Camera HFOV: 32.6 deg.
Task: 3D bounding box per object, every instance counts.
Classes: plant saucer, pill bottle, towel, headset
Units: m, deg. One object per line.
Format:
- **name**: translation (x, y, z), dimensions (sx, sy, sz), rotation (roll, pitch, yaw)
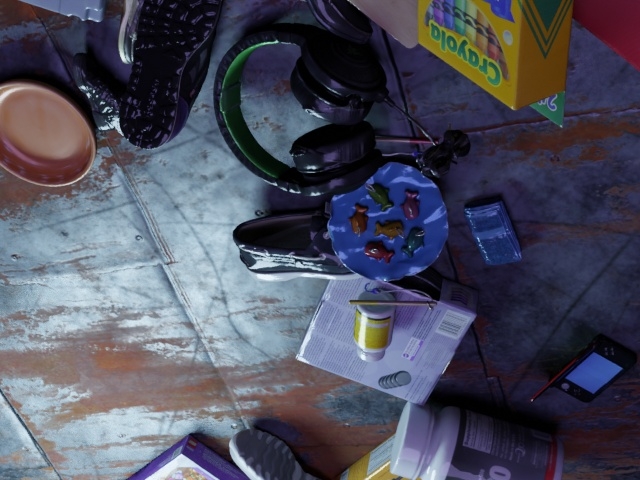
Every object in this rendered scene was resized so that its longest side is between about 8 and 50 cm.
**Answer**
- **plant saucer**: translation (-0.451, -0.177, 1.760), dimensions (0.200, 0.037, 0.200), rotation (7, 129, 9)
- **pill bottle**: translation (0.087, 0.141, 1.782), dimensions (0.065, 0.065, 0.116), rotation (9, 129, 7)
- **pill bottle**: translation (0.276, 0.391, 1.962), dimensions (0.283, 0.161, 0.161), rotation (16, 131, 0)
- **towel**: translation (0.271, -0.012, 1.718), dimensions (0.067, 0.029, 0.119), rotation (-12, 125, 24)
- **headset**: translation (0.015, -0.163, 1.537), dimensions (0.394, 0.185, 0.243), rotation (13, 121, 22)

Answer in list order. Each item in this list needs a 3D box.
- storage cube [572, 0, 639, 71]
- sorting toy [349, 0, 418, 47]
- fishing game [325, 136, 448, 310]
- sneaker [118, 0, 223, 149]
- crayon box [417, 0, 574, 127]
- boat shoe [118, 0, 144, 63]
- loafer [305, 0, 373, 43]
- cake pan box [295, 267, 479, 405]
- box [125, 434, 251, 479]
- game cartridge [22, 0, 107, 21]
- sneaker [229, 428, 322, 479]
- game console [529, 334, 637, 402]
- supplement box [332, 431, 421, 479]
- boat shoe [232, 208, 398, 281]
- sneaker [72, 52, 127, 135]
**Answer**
- **storage cube**: translation (0.385, -0.350, 1.305), dimensions (0.193, 0.183, 0.215), rotation (35, 129, -14)
- **sorting toy**: translation (0.104, -0.420, 1.381), dimensions (0.257, 0.089, 0.255), rotation (36, 128, -15)
- **fishing game**: translation (0.098, -0.029, 1.654), dimensions (0.189, 0.041, 0.264), rotation (5, 94, 11)
- **sneaker**: translation (-0.206, -0.275, 1.585), dimensions (0.107, 0.124, 0.283), rotation (26, 107, 7)
- **crayon box**: translation (0.199, -0.296, 1.266), dimensions (0.083, 0.203, 0.323), rotation (-23, 132, -20)
- **boat shoe**: translation (-0.259, -0.318, 1.581), dimensions (0.049, 0.056, 0.152), rotation (18, 131, 6)
- **loafer**: translation (0.011, -0.336, 1.496), dimensions (0.170, 0.062, 0.061), rotation (36, 124, -18)
- **cake pan box**: translation (0.111, 0.144, 1.865), dimensions (0.246, 0.070, 0.267), rotation (18, 131, -4)
- **box**: translation (-0.287, 0.538, 2.299), dimensions (0.201, 0.057, 0.293), rotation (39, 127, -17)
- **game cartridge**: translation (-0.431, -0.436, 1.530), dimensions (0.294, 0.060, 0.196), rotation (18, 135, -1)
- **sneaker**: translation (-0.087, 0.486, 2.175), dimensions (0.115, 0.105, 0.281), rotation (-29, 114, 39)
- **game console**: translation (0.443, 0.234, 1.842), dimensions (0.124, 0.085, 0.144), rotation (29, 130, -10)
- **supplement box**: translation (0.112, 0.459, 2.120), dimensions (0.078, 0.080, 0.233), rotation (34, 130, -15)
- **boat shoe**: translation (0.000, 0.000, 1.742), dimensions (0.303, 0.114, 0.091), rotation (-11, 131, 21)
- **sneaker**: translation (-0.311, -0.219, 1.683), dimensions (0.089, 0.051, 0.170), rotation (-2, 133, 16)
